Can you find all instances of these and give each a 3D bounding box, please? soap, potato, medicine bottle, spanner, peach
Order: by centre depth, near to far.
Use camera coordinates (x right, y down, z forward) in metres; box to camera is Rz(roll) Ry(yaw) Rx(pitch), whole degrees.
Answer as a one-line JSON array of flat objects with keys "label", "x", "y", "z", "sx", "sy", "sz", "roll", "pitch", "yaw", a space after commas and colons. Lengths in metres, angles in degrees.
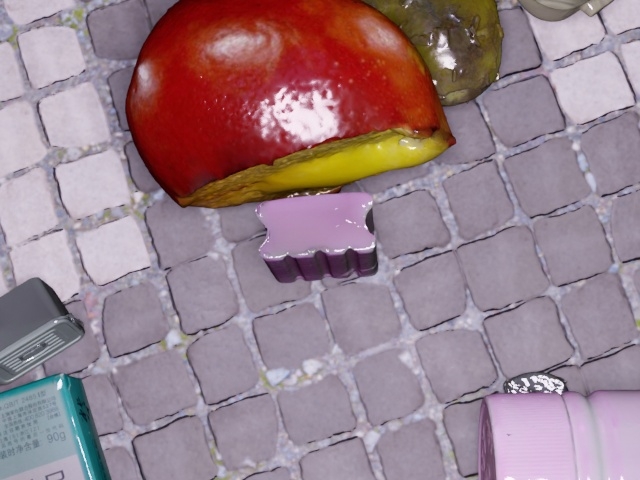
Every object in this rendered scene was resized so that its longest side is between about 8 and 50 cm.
[{"label": "medicine bottle", "x": 0.322, "y": 0.248, "z": 1.351, "sx": 0.316, "sy": 0.202, "sz": 0.202, "roll": 0, "pitch": 80, "yaw": 1}, {"label": "peach", "x": -0.028, "y": -0.133, "z": 1.437, "sx": 0.338, "sy": 0.281, "sz": 0.281, "roll": 23, "pitch": 82, "yaw": 9}, {"label": "soap", "x": 0.000, "y": 0.000, "z": 1.443, "sx": 0.122, "sy": 0.203, "sz": 0.065, "roll": -5, "pitch": 82, "yaw": 1}, {"label": "spanner", "x": 0.325, "y": 0.259, "z": 1.464, "sx": 0.325, "sy": 0.026, "sz": 0.093, "roll": 39, "pitch": 84, "yaw": 8}, {"label": "potato", "x": 0.121, "y": -0.268, "z": 1.528, "sx": 0.149, "sy": 0.113, "sz": 0.251, "roll": -17, "pitch": 79, "yaw": -3}]

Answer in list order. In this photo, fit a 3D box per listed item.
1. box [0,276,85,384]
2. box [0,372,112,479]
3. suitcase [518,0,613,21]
[{"label": "box", "x": -0.334, "y": 0.100, "z": 1.514, "sx": 0.122, "sy": 0.084, "sz": 0.069, "roll": -32, "pitch": 69, "yaw": -2}, {"label": "box", "x": -0.364, "y": 0.254, "z": 1.480, "sx": 0.245, "sy": 0.092, "sz": 0.153, "roll": -18, "pitch": 80, "yaw": 2}, {"label": "suitcase", "x": 0.287, "y": -0.451, "z": 1.502, "sx": 0.351, "sy": 0.194, "sz": 0.339, "roll": -37, "pitch": 82, "yaw": -17}]
